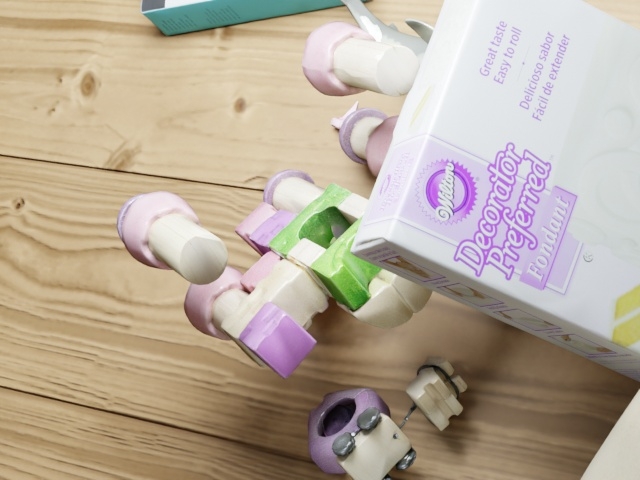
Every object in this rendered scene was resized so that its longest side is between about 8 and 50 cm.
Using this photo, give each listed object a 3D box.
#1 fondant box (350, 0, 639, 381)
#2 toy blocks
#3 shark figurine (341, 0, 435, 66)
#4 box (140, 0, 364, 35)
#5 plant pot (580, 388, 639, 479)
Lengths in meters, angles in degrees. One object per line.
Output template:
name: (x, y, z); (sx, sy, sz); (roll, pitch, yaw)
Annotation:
fondant box: (0.220, -0.038, 1.090); (0.330, 0.096, 0.238); (23, 79, -12)
toy blocks: (0.000, 0.000, 1.246); (0.288, 0.309, 0.260); (-44, 26, -10)
shark figurine: (0.121, -0.191, 1.310); (0.116, 0.166, 0.278); (-36, 49, -28)
box: (-0.066, -0.288, 1.444); (0.244, 0.060, 0.101); (-6, 69, 23)
plant pot: (0.244, 0.288, 0.998); (0.274, 0.256, 0.256); (-52, 58, 17)
